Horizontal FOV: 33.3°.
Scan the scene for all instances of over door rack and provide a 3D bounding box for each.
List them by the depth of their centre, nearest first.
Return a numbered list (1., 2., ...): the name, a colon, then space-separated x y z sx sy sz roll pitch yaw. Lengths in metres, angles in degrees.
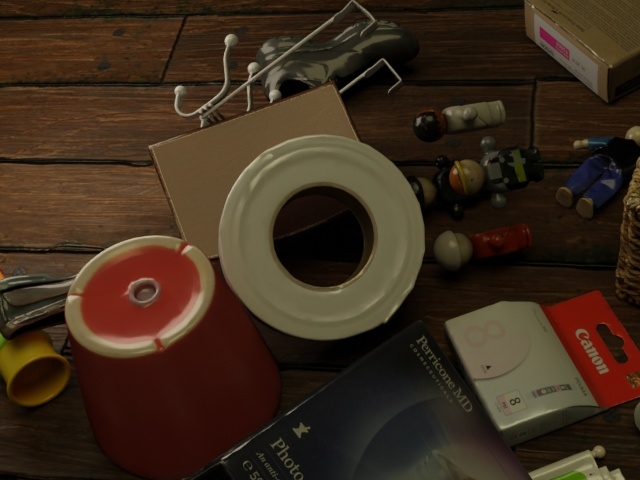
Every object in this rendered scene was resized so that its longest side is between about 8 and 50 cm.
1. over door rack: -0.049 -0.254 1.685 0.324 0.239 0.108 -26 71 8

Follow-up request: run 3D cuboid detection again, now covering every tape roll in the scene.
1. tape roll: 0.000 0.000 1.491 0.286 0.100 0.286 1 84 -7

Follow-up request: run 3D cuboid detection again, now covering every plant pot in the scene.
1. plant pot: -0.206 0.141 1.415 0.275 0.243 0.275 -5 48 6

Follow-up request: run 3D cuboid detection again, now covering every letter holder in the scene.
1. letter holder: -0.078 -0.074 1.637 0.302 0.152 0.214 -21 70 -7

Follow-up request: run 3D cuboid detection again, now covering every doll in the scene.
1. doll: 0.440 -0.117 1.641 0.129 0.046 0.189 34 63 32

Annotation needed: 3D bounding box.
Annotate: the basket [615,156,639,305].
1. basket: 0.548 -0.058 1.452 0.213 0.223 0.299 18 55 25

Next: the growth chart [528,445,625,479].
1. growth chart: 0.328 0.354 1.272 0.172 0.021 0.237 -27 49 -11

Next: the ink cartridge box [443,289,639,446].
1. ink cartridge box: 0.306 0.153 1.429 0.232 0.066 0.189 -22 49 -2

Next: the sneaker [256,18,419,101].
1. sneaker: 0.032 -0.293 1.853 0.286 0.109 0.130 -11 58 11

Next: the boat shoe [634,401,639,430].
1. boat shoe: 0.503 0.227 1.320 0.219 0.078 0.070 7 18 27

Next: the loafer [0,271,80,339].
1. loafer: -0.346 0.095 1.550 0.267 0.096 0.084 -7 54 -33

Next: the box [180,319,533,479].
1. box: 0.057 0.294 1.154 0.294 0.183 0.296 -31 83 -33

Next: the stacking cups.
1. stacking cups: -0.483 0.113 1.594 0.096 0.096 0.316 -33 51 -17

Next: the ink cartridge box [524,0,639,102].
1. ink cartridge box: 0.491 -0.361 1.814 0.193 0.088 0.234 -28 51 -11

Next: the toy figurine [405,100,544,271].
1. toy figurine: 0.210 -0.084 1.548 0.148 0.209 0.213 -11 46 -12
